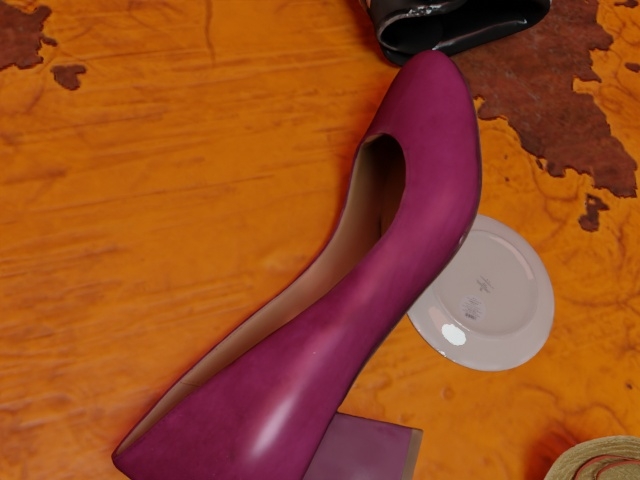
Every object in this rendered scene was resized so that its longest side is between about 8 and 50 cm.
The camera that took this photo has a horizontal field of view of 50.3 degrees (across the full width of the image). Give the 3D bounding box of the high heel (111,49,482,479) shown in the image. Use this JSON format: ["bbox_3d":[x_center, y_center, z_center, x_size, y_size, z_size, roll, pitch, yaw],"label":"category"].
[{"bbox_3d":[0.000,0.000,0.472,0.181,0.127,0.377,20,65,-18],"label":"high heel"}]

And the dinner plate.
[{"bbox_3d":[0.133,0.037,0.562,0.141,0.017,0.141,5,65,-12],"label":"dinner plate"}]

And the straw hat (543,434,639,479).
[{"bbox_3d":[0.226,0.200,0.483,0.144,0.144,0.061,55,22,12],"label":"straw hat"}]

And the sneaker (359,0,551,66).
[{"bbox_3d":[0.031,-0.320,0.612,0.448,0.169,0.257,17,61,-10],"label":"sneaker"}]
